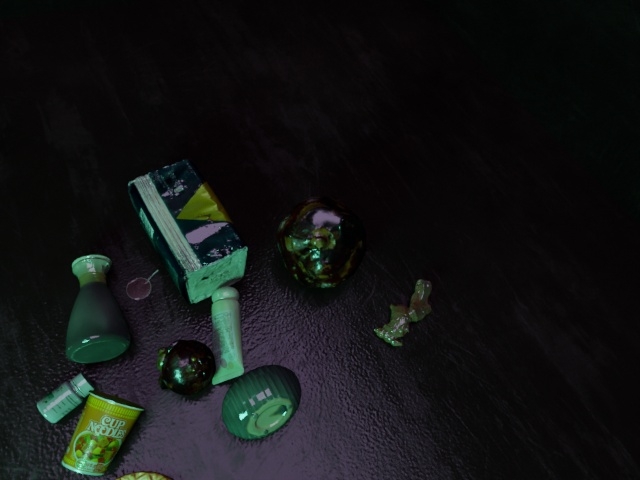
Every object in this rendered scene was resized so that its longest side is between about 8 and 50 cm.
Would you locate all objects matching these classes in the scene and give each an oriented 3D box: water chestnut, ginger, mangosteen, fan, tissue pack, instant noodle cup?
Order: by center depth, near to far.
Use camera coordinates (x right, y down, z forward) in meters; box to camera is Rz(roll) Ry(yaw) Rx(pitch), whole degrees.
[{"bbox_3d":[-0.609,0.532,1.131,0.169,0.168,0.184,20,67,1],"label":"instant noodle cup"},{"bbox_3d":[-0.412,0.390,1.249,0.172,0.184,0.172,43,31,-35],"label":"mangosteen"},{"bbox_3d":[-0.448,-0.027,1.405,0.253,0.264,0.416,-26,68,-24],"label":"tissue pack"},{"bbox_3d":[-0.614,0.150,1.424,0.085,0.005,0.133,33,61,10],"label":"fan"},{"bbox_3d":[0.000,0.000,1.486,0.336,0.347,0.334,-4,104,-15],"label":"water chestnut"},{"bbox_3d":[0.321,0.262,1.500,0.122,0.084,0.290,31,61,33],"label":"ginger"}]

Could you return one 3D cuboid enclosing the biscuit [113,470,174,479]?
[{"bbox_3d":[-0.538,0.756,1.072,0.205,0.040,0.308,27,59,6],"label":"biscuit"}]

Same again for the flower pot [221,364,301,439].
[{"bbox_3d":[-0.171,0.476,1.210,0.243,0.189,0.157,-27,26,-18],"label":"flower pot"}]

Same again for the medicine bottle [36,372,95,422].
[{"bbox_3d":[-0.735,0.453,1.185,0.080,0.080,0.130,42,62,14],"label":"medicine bottle"}]

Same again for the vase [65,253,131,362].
[{"bbox_3d":[-0.712,0.207,1.293,0.174,0.173,0.321,-14,58,-18],"label":"vase"}]

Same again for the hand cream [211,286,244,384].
[{"bbox_3d":[-0.308,0.300,1.336,0.093,0.147,0.305,29,43,-46],"label":"hand cream"}]
